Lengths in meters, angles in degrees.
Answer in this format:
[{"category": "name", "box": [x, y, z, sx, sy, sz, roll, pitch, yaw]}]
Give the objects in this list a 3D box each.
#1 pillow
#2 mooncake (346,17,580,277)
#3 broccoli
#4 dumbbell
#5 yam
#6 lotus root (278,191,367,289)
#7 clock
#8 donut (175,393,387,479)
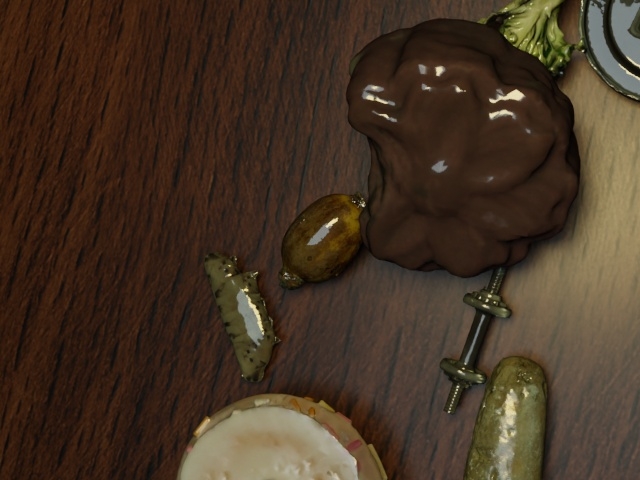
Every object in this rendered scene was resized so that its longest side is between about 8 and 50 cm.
[{"category": "pillow", "box": [-0.129, 0.123, 1.772, 0.093, 0.051, 0.241, -23, 80, 21]}, {"category": "mooncake", "box": [0.202, -0.125, 1.515, 0.350, 0.212, 0.381, -6, 121, 20]}, {"category": "broccoli", "box": [0.346, -0.385, 1.564, 0.165, 0.145, 0.304, 24, 105, -27]}, {"category": "dumbbell", "box": [0.247, 0.156, 1.631, 0.081, 0.081, 0.254, 20, 94, 18]}, {"category": "yam", "box": [0.286, 0.344, 1.595, 0.133, 0.133, 0.330, 8, 86, 18]}, {"category": "lotus root", "box": [0.000, 0.000, 1.697, 0.209, 0.120, 0.120, -47, 75, 12]}, {"category": "clock", "box": [0.537, -0.340, 1.565, 0.280, 0.055, 0.281, -1, 88, 19]}, {"category": "donut", "box": [-0.057, 0.434, 1.690, 0.382, 0.142, 0.383, 0, 89, 18]}]
